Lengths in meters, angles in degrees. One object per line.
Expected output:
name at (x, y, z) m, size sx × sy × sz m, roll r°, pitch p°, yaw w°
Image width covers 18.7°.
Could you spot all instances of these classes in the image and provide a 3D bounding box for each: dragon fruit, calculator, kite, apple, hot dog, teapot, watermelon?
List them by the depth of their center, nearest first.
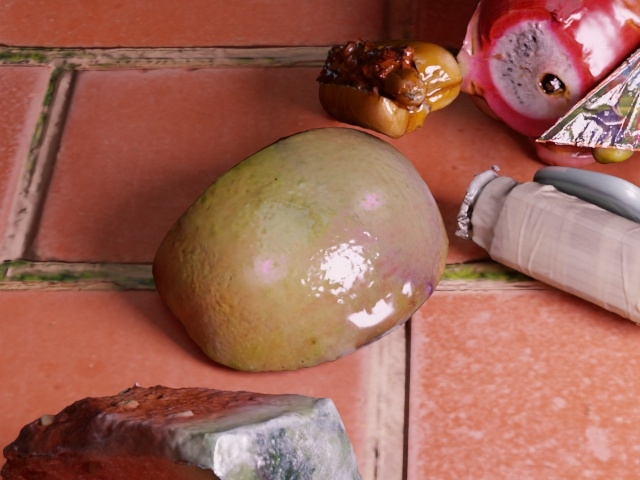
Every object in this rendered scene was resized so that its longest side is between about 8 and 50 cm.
watermelon at (-0.113, 0.174, 1.411) m, size 0.257 × 0.193 × 0.140 m, roll 0°, pitch 37°, yaw 26°
apple at (0.000, 0.000, 1.637) m, size 0.265 × 0.120 × 0.193 m, roll -30°, pitch 53°, yaw -25°
teapot at (0.222, 0.001, 1.653) m, size 0.200 × 0.077 × 0.107 m, roll 25°, pitch 20°, yaw 28°
calculator at (0.248, -0.032, 1.671) m, size 0.153 × 0.095 × 0.021 m, roll 19°, pitch 76°, yaw 45°
kite at (0.296, -0.110, 1.684) m, size 0.241 × 0.183 × 0.014 m, roll -2°, pitch 14°, yaw -18°
hot dog at (0.054, -0.147, 1.754) m, size 0.102 × 0.076 × 0.249 m, roll -37°, pitch 16°, yaw -7°
dragon fruit at (0.238, -0.184, 1.772) m, size 0.224 × 0.224 × 0.227 m, roll 26°, pitch 39°, yaw 30°
